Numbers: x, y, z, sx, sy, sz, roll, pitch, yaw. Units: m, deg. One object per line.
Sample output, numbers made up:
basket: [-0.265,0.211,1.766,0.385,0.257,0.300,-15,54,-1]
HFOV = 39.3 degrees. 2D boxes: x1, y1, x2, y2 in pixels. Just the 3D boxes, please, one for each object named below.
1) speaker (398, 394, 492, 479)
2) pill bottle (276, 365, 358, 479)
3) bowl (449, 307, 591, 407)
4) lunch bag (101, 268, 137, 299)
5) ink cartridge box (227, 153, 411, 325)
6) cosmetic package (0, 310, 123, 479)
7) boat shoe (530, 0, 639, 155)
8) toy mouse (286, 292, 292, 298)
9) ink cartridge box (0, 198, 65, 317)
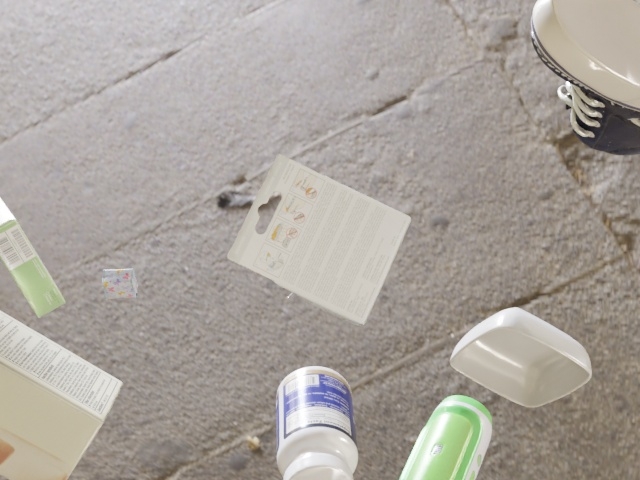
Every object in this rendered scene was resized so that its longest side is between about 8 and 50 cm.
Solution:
speaker: [0.235,0.441,1.724,0.131,0.131,0.296,10,42,24]
pill bottle: [-0.008,0.375,1.691,0.153,0.153,0.265,-18,31,9]
bowl: [0.246,0.137,1.097,0.142,0.142,0.053,28,55,-10]
lunch bag: [-0.446,0.100,1.995,0.071,0.083,0.053,-3,54,-3]
ink cartridge box: [0.000,0.000,1.386,0.232,0.066,0.189,25,79,2]
cosmetic package: [-0.411,0.173,1.102,0.296,0.153,0.129,33,98,-7]
boat shoe: [0.304,-0.161,0.957,0.158,0.340,0.127,-32,59,46]
toy mouse: [-0.024,0.065,1.844,0.031,0.161,0.143,29,93,2]
ink cartridge box: [-0.503,0.004,1.444,0.056,0.171,0.235,-32,36,-16]
